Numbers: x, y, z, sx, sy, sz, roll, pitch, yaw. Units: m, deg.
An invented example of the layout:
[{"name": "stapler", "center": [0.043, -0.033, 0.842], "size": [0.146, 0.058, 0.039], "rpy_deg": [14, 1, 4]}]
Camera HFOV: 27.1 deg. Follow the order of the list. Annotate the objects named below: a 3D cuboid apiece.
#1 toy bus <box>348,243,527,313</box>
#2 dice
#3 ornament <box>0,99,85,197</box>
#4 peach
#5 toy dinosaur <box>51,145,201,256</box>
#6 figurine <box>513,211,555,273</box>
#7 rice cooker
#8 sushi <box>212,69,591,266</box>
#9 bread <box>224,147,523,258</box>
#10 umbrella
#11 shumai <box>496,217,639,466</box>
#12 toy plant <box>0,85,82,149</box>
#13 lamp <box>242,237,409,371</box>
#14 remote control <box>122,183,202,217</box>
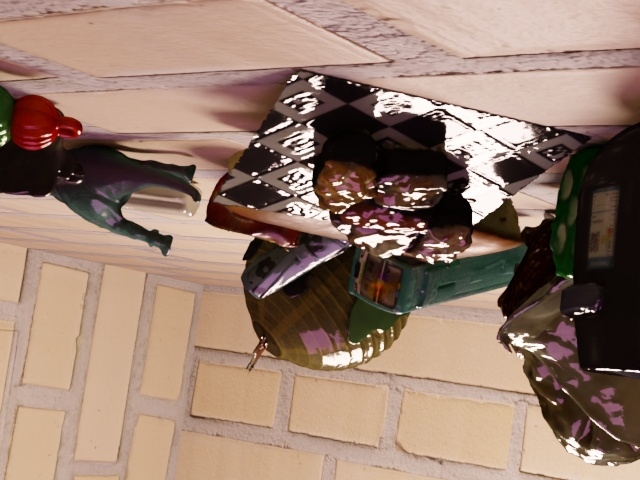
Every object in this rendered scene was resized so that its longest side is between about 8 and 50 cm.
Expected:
[{"name": "toy bus", "center": [0.157, 0.029, 1.743], "size": [0.261, 0.091, 0.109], "rpy_deg": [-13, -150, -41]}, {"name": "dice", "center": [0.297, -0.018, 1.268], "size": [0.128, 0.131, 0.120], "rpy_deg": [8, 176, -11]}, {"name": "ornament", "center": [-0.390, -0.107, 1.545], "size": [0.251, 0.106, 0.260], "rpy_deg": [10, 179, 1]}, {"name": "peach", "center": [-0.075, -0.045, 1.687], "size": [0.127, 0.093, 0.172], "rpy_deg": [14, -177, 5]}, {"name": "toy dinosaur", "center": [-0.337, -0.086, 1.698], "size": [0.330, 0.129, 0.383], "rpy_deg": [18, 171, -12]}, {"name": "figurine", "center": [0.341, 0.029, 1.723], "size": [0.147, 0.126, 0.192], "rpy_deg": [26, 167, 18]}, {"name": "rice cooker", "center": [0.330, 0.014, 1.081], "size": [0.267, 0.225, 0.267], "rpy_deg": [6, 174, 1]}, {"name": "sushi", "center": [0.066, -0.045, 1.274], "size": [0.294, 0.059, 0.292], "rpy_deg": [10, 156, -18]}, {"name": "bread", "center": [0.069, -0.042, 1.513], "size": [0.138, 0.077, 0.361], "rpy_deg": [-13, 161, 43]}, {"name": "umbrella", "center": [0.001, -0.001, 1.692], "size": [0.250, 0.053, 0.052], "rpy_deg": [-33, 111, 25]}, {"name": "shumai", "center": [0.307, 0.103, 1.478], "size": [0.292, 0.330, 0.288], "rpy_deg": [32, -163, 27]}, {"name": "toy plant", "center": [-0.368, -0.131, 1.291], "size": [0.240, 0.088, 0.154], "rpy_deg": [-1, 157, 17]}, {"name": "lamp", "center": [-0.009, 0.078, 1.850], "size": [0.250, 0.284, 0.250], "rpy_deg": [43, 162, 17]}, {"name": "remote control", "center": [-0.286, -0.071, 1.914], "size": [0.230, 0.049, 0.090], "rpy_deg": [7, 172, 18]}]
